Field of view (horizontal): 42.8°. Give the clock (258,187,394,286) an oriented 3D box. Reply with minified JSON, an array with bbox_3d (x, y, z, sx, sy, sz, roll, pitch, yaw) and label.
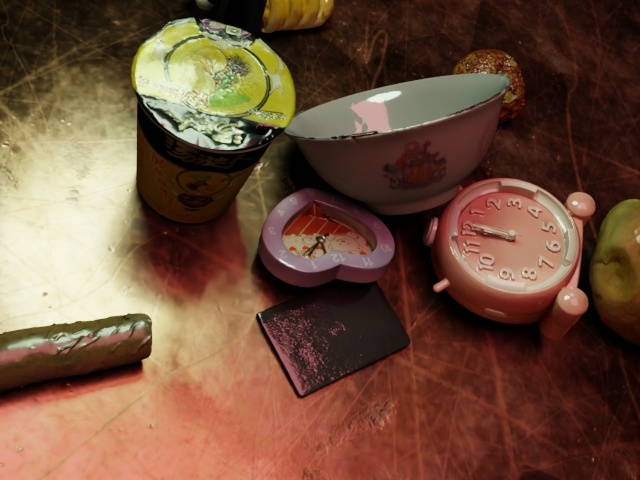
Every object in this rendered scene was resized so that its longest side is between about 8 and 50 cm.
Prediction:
[{"bbox_3d":[0.000,0.000,1.188,0.198,0.064,0.172,-3,46,-23],"label":"clock"}]

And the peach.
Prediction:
[{"bbox_3d":[0.526,0.051,1.288,0.214,0.214,0.236,20,92,-9],"label":"peach"}]

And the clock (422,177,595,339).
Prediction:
[{"bbox_3d":[0.275,0.020,1.248,0.241,0.142,0.227,14,60,1],"label":"clock"}]

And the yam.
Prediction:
[{"bbox_3d":[-0.356,0.142,0.972,0.317,0.067,0.071,-8,51,-26],"label":"yam"}]

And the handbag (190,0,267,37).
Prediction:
[{"bbox_3d":[-0.155,-0.449,1.273,0.118,0.269,0.326,-1,61,-19],"label":"handbag"}]

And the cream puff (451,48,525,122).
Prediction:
[{"bbox_3d":[0.309,-0.282,1.463,0.149,0.084,0.149,8,60,-15],"label":"cream puff"}]

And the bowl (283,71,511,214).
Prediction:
[{"bbox_3d":[0.124,-0.135,1.226,0.345,0.345,0.157,-25,113,-31],"label":"bowl"}]

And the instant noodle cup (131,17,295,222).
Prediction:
[{"bbox_3d":[-0.164,-0.145,1.109,0.215,0.236,0.216,10,58,-16],"label":"instant noodle cup"}]

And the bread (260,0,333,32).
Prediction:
[{"bbox_3d":[-0.055,-0.426,1.413,0.177,0.084,0.119,-15,68,-32],"label":"bread"}]

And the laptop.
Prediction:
[{"bbox_3d":[0.021,0.127,1.156,0.197,0.016,0.135,-20,70,-27],"label":"laptop"}]
